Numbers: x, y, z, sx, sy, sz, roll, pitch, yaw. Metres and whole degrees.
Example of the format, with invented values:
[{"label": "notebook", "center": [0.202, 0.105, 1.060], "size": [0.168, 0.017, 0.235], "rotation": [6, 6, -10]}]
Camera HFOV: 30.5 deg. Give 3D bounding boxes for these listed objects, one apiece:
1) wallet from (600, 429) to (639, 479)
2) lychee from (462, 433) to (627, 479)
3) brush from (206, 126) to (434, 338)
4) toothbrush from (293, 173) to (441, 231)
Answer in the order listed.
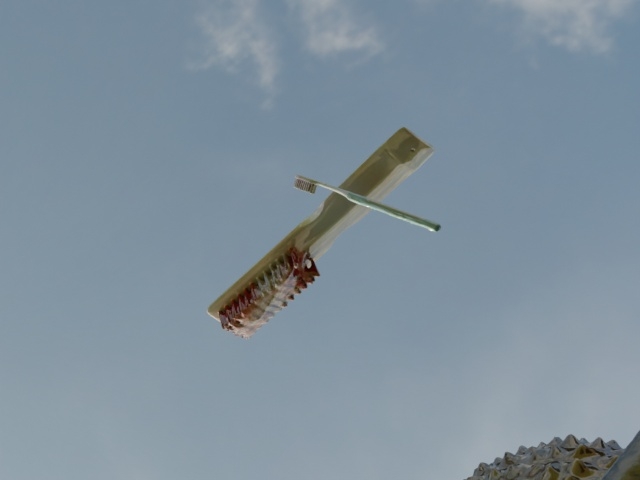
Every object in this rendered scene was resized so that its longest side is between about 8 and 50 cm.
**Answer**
[{"label": "wallet", "center": [0.339, 0.142, 0.862], "size": [0.170, 0.044, 0.321], "rotation": [42, -130, 11]}, {"label": "lychee", "center": [0.247, 0.380, 1.100], "size": [0.380, 0.432, 0.380], "rotation": [2, -84, 19]}, {"label": "brush", "center": [0.000, 0.000, 1.306], "size": [0.321, 0.050, 0.060], "rotation": [-43, -48, 20]}, {"label": "toothbrush", "center": [0.039, -0.032, 1.056], "size": [0.011, 0.167, 0.014], "rotation": [9, -81, -53]}]
